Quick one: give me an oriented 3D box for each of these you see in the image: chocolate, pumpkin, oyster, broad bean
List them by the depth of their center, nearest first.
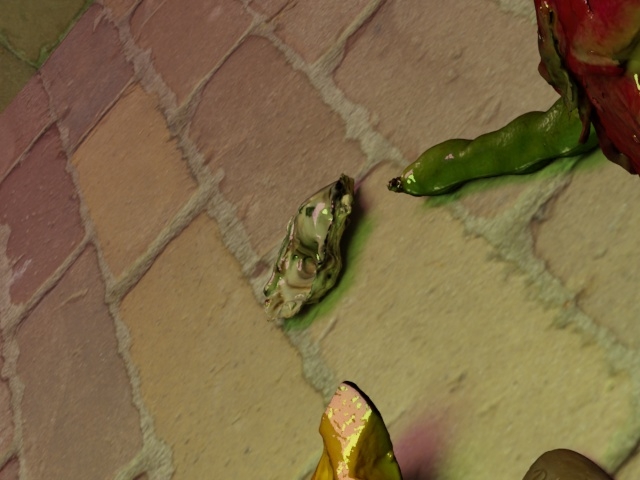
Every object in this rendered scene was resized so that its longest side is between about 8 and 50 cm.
[{"bbox_3d":[0.149,0.163,0.873,0.064,0.031,0.100,-55,26,3],"label":"chocolate"},{"bbox_3d":[0.002,0.239,0.978,0.130,0.149,0.254,34,85,25],"label":"pumpkin"},{"bbox_3d":[0.150,-0.076,1.167,0.256,0.052,0.052,-17,80,52],"label":"broad bean"},{"bbox_3d":[-0.001,-0.002,1.321,0.108,0.053,0.166,135,154,-62],"label":"oyster"}]

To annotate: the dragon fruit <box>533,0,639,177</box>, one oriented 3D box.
[{"bbox_3d":[0.256,-0.168,0.792,0.329,0.329,0.329,-39,28,25],"label":"dragon fruit"}]
